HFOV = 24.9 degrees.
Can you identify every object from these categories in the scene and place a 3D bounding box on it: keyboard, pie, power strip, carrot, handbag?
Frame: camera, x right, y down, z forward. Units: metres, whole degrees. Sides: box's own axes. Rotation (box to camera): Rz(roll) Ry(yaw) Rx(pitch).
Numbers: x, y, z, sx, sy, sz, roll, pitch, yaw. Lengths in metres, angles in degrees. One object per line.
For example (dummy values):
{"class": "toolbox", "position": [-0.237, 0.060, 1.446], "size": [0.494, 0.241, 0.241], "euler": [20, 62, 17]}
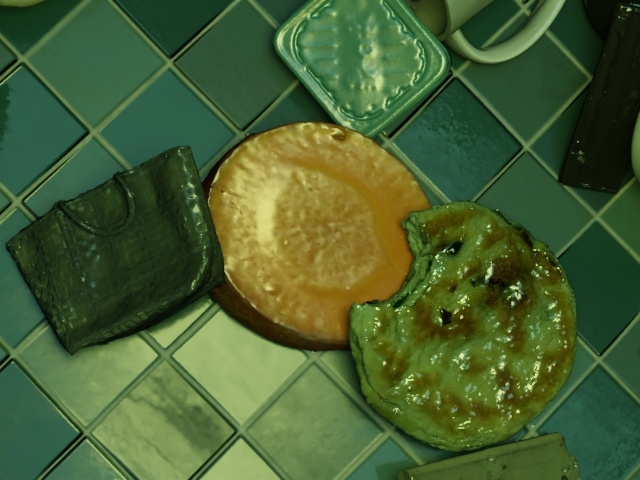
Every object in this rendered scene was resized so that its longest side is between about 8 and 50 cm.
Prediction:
{"class": "keyboard", "position": [0.359, -0.166, 1.742], "size": [0.087, 0.017, 0.251], "euler": [8, 123, -7]}
{"class": "pie", "position": [0.170, 0.104, 1.692], "size": [0.302, 0.067, 0.303], "euler": [-2, 95, -23]}
{"class": "power strip", "position": [0.183, 0.292, 1.685], "size": [0.268, 0.034, 0.092], "euler": [-9, 80, -26]}
{"class": "carrot", "position": [0.000, 0.000, 1.702], "size": [0.307, 0.100, 0.258], "euler": [27, 82, -8]}
{"class": "handbag", "position": [-0.225, 0.015, 1.629], "size": [0.270, 0.088, 0.175], "euler": [-26, 84, 22]}

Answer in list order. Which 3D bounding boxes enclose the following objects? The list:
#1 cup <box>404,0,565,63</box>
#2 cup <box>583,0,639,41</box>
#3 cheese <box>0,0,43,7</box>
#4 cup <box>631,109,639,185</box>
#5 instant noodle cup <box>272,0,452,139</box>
{"class": "cup", "position": [0.216, -0.392, 1.738], "size": [0.327, 0.237, 0.323], "euler": [-39, 119, -12]}
{"class": "cup", "position": [0.429, -0.340, 1.777], "size": [0.169, 0.176, 0.223], "euler": [26, 80, -2]}
{"class": "cheese", "position": [-0.349, -0.358, 1.656], "size": [0.189, 0.154, 0.198], "euler": [-35, 116, 21]}
{"class": "cup", "position": [0.493, -0.147, 1.713], "size": [0.347, 0.347, 0.163], "euler": [-41, 52, -12]}
{"class": "instant noodle cup", "position": [0.050, -0.226, 1.740], "size": [0.157, 0.070, 0.179], "euler": [-40, 90, 8]}
